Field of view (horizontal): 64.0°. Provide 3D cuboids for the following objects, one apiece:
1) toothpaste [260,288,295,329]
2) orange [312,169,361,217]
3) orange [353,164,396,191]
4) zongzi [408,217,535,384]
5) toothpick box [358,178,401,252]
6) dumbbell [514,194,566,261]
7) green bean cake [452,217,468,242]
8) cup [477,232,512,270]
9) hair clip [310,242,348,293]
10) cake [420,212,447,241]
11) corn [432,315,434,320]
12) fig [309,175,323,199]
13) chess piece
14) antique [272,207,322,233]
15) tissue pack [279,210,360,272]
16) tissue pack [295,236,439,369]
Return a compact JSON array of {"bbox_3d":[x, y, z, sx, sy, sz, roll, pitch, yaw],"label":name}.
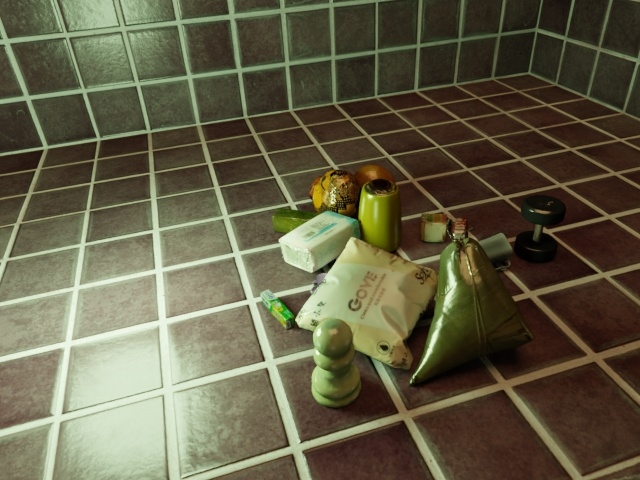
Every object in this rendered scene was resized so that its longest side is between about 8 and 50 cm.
[{"bbox_3d":[-0.147,0.233,1.746,0.037,0.043,0.178,-25,39,-24],"label":"toothpaste"},{"bbox_3d":[0.072,-0.186,2.195,0.182,0.235,0.234,17,19,-36],"label":"orange"},{"bbox_3d":[0.238,-0.241,2.286,0.205,0.206,0.206,-2,34,2],"label":"orange"},{"bbox_3d":[0.369,0.161,1.534,0.417,0.181,0.447,-23,73,-6],"label":"zongzi"},{"bbox_3d":[0.233,-0.099,2.000,0.174,0.272,0.175,-2,34,2],"label":"toothpick box"},{"bbox_3d":[0.819,-0.046,1.915,0.152,0.218,0.153,-2,33,2],"label":"dumbbell"},{"bbox_3d":[0.534,-0.004,1.953,0.056,0.136,0.135,-1,30,17],"label":"green bean cake"},{"bbox_3d":[0.639,0.053,1.900,0.129,0.095,0.128,-17,68,-14],"label":"cup"},{"bbox_3d":[0.064,0.128,1.857,0.137,0.090,0.278,25,49,16],"label":"hair clip"},{"bbox_3d":[0.471,-0.059,2.128,0.109,0.090,0.225,2,16,12],"label":"cake"},{"bbox_3d":[0.445,0.255,1.637,0.165,0.063,0.085,13,45,18],"label":"corn"},{"bbox_3d":[0.010,-0.221,2.361,0.128,0.150,0.128,-23,31,15],"label":"fig"},{"bbox_3d":[0.039,0.322,1.409,0.144,0.251,0.144,-3,33,2],"label":"chess piece"},{"bbox_3d":[-0.086,-0.077,2.167,0.220,0.081,0.080,7,36,16],"label":"antique"},{"bbox_3d":[0.002,0.001,1.988,0.271,0.124,0.201,-31,29,-32],"label":"tissue pack"},{"bbox_3d":[0.165,0.198,1.645,0.389,0.195,0.376,18,56,23],"label":"tissue pack"}]
